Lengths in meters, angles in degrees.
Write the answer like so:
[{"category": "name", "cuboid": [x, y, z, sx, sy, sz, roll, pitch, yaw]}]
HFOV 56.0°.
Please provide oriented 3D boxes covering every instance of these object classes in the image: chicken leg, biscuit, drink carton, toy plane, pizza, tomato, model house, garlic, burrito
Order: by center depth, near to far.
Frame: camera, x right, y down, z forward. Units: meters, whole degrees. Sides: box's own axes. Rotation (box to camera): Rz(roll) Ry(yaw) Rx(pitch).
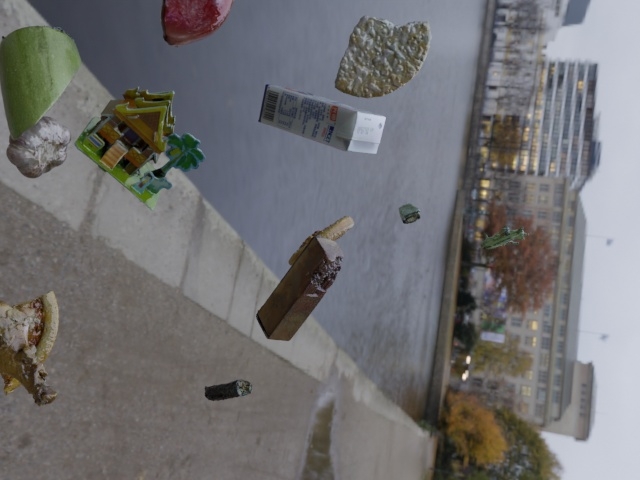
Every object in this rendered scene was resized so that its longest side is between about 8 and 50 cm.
[{"category": "chicken leg", "cuboid": [-0.511, 0.186, 1.027, 0.101, 0.208, 0.085, -37, 178, -37]}, {"category": "toy plane", "cuboid": [0.435, -0.007, 1.434, 0.102, 0.111, 0.040, 40, 42, -49]}, {"category": "biscuit", "cuboid": [0.143, -0.448, 1.446, 0.188, 0.265, 0.040, 61, 10, -11]}, {"category": "pizza", "cuboid": [-0.723, 0.244, 1.472, 0.134, 0.056, 0.271, 36, 81, -28]}, {"category": "garlic", "cuboid": [-0.707, -0.235, 1.502, 0.159, 0.102, 0.147, -59, 153, -8]}, {"category": "drink carton", "cuboid": [-0.001, -0.309, 1.523, 0.130, 0.314, 0.107, -7, 116, -50]}, {"category": "tomato", "cuboid": [-0.314, -0.656, 1.604, 0.309, 0.170, 0.309, -170, -90, -88]}, {"category": "pizza", "cuboid": [-0.001, -0.002, 1.907, 0.058, 0.246, 0.127, 54, 1, 11]}, {"category": "model house", "cuboid": [-0.560, -0.327, 2.004, 0.358, 0.312, 0.243, 46, 24, -25]}, {"category": "burrito", "cuboid": [0.321, -0.101, 2.172, 0.044, 0.074, 0.118, 59, 9, -21]}]

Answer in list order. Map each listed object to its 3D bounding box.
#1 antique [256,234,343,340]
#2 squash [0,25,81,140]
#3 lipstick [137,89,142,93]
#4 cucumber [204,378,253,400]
[{"category": "antique", "cuboid": [-0.052, 0.132, 1.627, 0.087, 0.093, 0.310, 15, 120, -43]}, {"category": "squash", "cuboid": [-0.623, -0.333, 1.368, 0.189, 0.189, 0.261, 48, 20, -73]}, {"category": "lipstick", "cuboid": [-0.662, -0.483, 2.151, 0.176, 0.027, 0.027, -41, -153, 52]}, {"category": "cucumber", "cuboid": [-0.268, 0.428, 1.711, 0.053, 0.181, 0.053, 24, 58, -44]}]
